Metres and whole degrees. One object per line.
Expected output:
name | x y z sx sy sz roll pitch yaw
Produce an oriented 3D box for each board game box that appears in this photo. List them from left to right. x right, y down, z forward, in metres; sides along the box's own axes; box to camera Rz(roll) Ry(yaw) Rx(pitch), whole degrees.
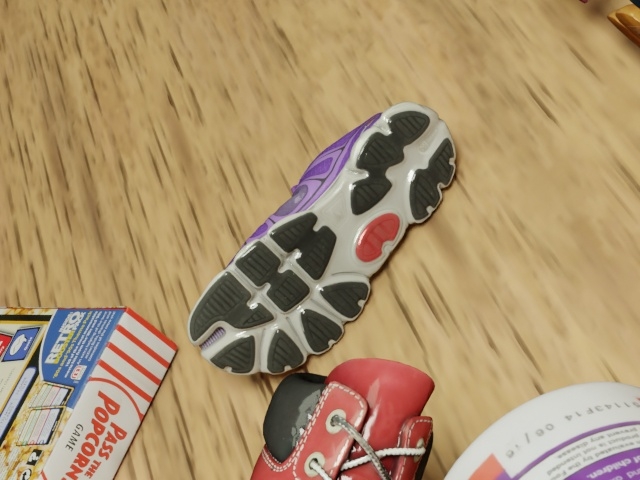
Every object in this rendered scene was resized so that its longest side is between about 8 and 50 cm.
board game box | -0.184 0.108 0.893 0.193 0.045 0.146 -1 55 47

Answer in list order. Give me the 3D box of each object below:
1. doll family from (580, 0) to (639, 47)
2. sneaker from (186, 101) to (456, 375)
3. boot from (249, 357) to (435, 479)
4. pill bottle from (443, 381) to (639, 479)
doll family | 0.202 -0.148 0.697 0.163 0.118 0.263 -50 15 7
sneaker | 0.000 0.000 0.804 0.170 0.068 0.071 -45 18 -12
boot | 0.000 0.136 0.552 0.176 0.088 0.244 -63 16 9
pill bottle | 0.116 0.136 0.481 0.108 0.108 0.193 -44 34 5
